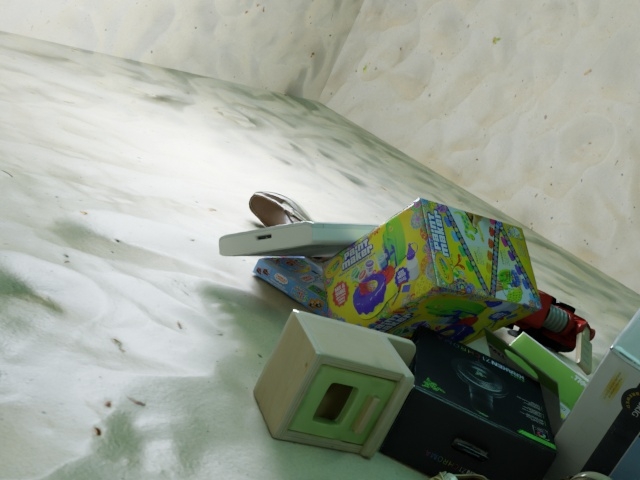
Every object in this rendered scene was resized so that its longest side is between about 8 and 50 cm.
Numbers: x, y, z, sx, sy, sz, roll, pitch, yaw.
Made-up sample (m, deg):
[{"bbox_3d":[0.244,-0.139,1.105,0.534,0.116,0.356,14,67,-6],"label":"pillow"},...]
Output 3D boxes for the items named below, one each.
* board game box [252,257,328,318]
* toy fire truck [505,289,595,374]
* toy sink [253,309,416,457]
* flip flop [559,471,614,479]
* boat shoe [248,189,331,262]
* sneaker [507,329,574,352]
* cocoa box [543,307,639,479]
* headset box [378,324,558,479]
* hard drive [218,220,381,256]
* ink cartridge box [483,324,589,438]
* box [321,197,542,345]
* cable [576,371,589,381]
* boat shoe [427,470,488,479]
[{"bbox_3d":[-0.016,0.094,1.766,0.211,0.039,0.160,30,17,17],"label":"board game box"},{"bbox_3d":[0.539,0.200,1.967,0.217,0.159,0.246,27,-7,-16],"label":"toy fire truck"},{"bbox_3d":[0.044,0.223,1.280,0.234,0.153,0.131,18,19,-28],"label":"toy sink"},{"bbox_3d":[0.374,0.374,1.212,0.112,0.277,0.080,29,62,15],"label":"flip flop"},{"bbox_3d":[-0.071,-0.035,1.985,0.257,0.095,0.095,31,24,16],"label":"boat shoe"},{"bbox_3d":[0.558,0.245,2.141,0.170,0.051,0.089,26,16,15],"label":"sneaker"},{"bbox_3d":[0.521,0.297,1.330,0.228,0.347,0.231,34,41,22],"label":"cocoa box"},{"bbox_3d":[0.237,0.290,1.394,0.246,0.131,0.283,26,17,2],"label":"headset box"},{"bbox_3d":[0.000,0.000,1.715,0.233,0.047,0.353,-9,-6,37],"label":"hard drive"},{"bbox_3d":[0.420,0.252,1.607,0.189,0.097,0.255,40,-17,40],"label":"ink cartridge box"},{"bbox_3d":[0.204,0.085,1.611,0.279,0.290,0.177,13,57,-35],"label":"box"},{"bbox_3d":[0.558,0.295,1.944,0.139,0.072,0.287,18,18,-20],"label":"cable"},{"bbox_3d":[0.179,0.361,1.224,0.170,0.059,0.063,10,23,-43],"label":"boat shoe"}]
